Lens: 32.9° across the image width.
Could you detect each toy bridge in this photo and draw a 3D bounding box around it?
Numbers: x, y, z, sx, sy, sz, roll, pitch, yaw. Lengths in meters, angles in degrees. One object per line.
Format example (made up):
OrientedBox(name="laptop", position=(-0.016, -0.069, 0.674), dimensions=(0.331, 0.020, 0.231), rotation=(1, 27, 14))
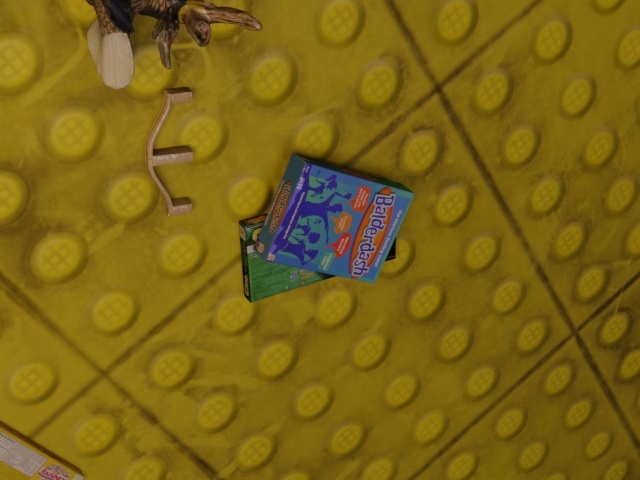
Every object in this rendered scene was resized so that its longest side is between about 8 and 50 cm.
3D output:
OrientedBox(name="toy bridge", position=(-0.207, -0.116, 1.483), dimensions=(0.063, 0.026, 0.188), rotation=(-9, 121, -24))

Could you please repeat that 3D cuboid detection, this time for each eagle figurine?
OrientedBox(name="eagle figurine", position=(-0.239, -0.335, 1.229), dimensions=(0.226, 0.225, 0.298), rotation=(-16, 154, 27))

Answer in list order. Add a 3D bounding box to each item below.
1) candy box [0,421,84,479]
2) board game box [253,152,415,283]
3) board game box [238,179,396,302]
OrientedBox(name="candy box", position=(-0.454, 0.338, 1.591), dimensions=(0.105, 0.027, 0.206), rotation=(-47, 130, -3))
OrientedBox(name="board game box", position=(0.022, -0.029, 1.622), dimensions=(0.210, 0.047, 0.160), rotation=(12, 108, -36))
OrientedBox(name="board game box", position=(0.000, 0.000, 1.674), dimensions=(0.260, 0.030, 0.136), rotation=(-16, 125, -23))
